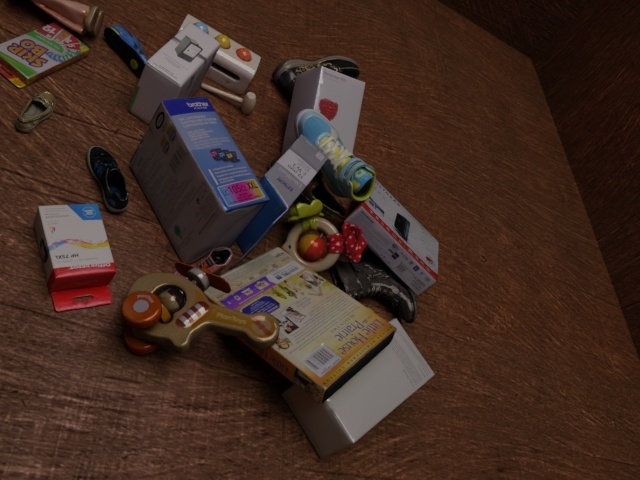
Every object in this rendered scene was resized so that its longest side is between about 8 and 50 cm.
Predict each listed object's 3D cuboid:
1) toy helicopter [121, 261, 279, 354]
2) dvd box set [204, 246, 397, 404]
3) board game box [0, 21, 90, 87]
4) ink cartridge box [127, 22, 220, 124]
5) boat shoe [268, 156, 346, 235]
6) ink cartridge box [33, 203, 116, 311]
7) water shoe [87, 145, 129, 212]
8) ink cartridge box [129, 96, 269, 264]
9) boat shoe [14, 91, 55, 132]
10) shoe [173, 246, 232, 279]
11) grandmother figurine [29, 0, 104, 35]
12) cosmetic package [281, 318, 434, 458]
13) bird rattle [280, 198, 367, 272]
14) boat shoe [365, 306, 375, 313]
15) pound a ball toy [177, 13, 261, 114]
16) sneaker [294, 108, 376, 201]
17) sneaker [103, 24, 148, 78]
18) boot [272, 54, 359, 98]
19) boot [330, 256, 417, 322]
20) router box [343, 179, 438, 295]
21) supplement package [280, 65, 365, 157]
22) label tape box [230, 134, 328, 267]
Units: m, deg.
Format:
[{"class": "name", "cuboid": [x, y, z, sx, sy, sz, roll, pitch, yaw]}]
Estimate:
[{"class": "toy helicopter", "cuboid": [-0.263, 0.158, 1.295, 0.355, 0.140, 0.235, 15, 47, -1]}, {"class": "dvd box set", "cuboid": [-0.060, 0.190, 1.426, 0.420, 0.062, 0.307, 32, 38, 24]}, {"class": "board game box", "cuboid": [-0.774, -0.514, 1.553, 0.124, 0.039, 0.259, 39, 47, -4]}, {"class": "ink cartridge box", "cuboid": [-0.428, -0.484, 1.668, 0.115, 0.198, 0.273, 33, 45, -11]}, {"class": "boat shoe", "cuboid": [-0.033, -0.162, 1.795, 0.307, 0.104, 0.111, 46, 44, 0]}, {"class": "ink cartridge box", "cuboid": [-0.553, 0.034, 1.283, 0.134, 0.078, 0.231, -7, 64, -40]}, {"class": "water shoe", "cuboid": [-0.533, -0.171, 1.446, 0.073, 0.080, 0.203, -13, 68, -42]}, {"class": "ink cartridge box", "cuboid": [-0.337, -0.179, 1.462, 0.151, 0.270, 0.395, -21, 74, -46]}, {"class": "boat shoe", "cuboid": [-0.726, -0.337, 1.447, 0.056, 0.048, 0.153, 32, 45, -14]}, {"class": "shoe", "cuboid": [-0.303, 0.071, 1.440, 0.178, 0.081, 0.063, -30, 79, -45]}, {"class": "grandmother figurine", "cuboid": [-0.803, -0.696, 1.598, 0.342, 0.208, 0.104, 22, 89, -11]}, {"class": "cosmetic package", "cuboid": [0.106, 0.373, 1.473, 0.365, 0.155, 0.197, -21, 73, -43]}, {"class": "bird rattle", "cuboid": [0.000, 0.000, 1.660, 0.253, 0.207, 0.143, 37, 5, -5]}, {"class": "boat shoe", "cuboid": [0.096, 0.219, 1.576, 0.072, 0.190, 0.068, 4, 84, -16]}, {"class": "pound a ball toy", "cuboid": [-0.328, -0.587, 1.864, 0.319, 0.136, 0.208, 26, 47, -18]}, {"class": "sneaker", "cuboid": [0.059, -0.246, 1.662, 0.127, 0.208, 0.319, -43, 120, -9]}, {"class": "sneaker", "cuboid": [-0.565, -0.578, 1.729, 0.209, 0.069, 0.082, 49, 40, 3]}, {"class": "boot", "cuboid": [0.035, -0.541, 2.098, 0.377, 0.138, 0.284, -13, 67, -38]}, {"class": "boot", "cuboid": [0.154, 0.158, 1.728, 0.229, 0.091, 0.263, -10, 61, -36]}, {"class": "router box", "cuboid": [0.239, -0.024, 1.834, 0.335, 0.082, 0.301, 44, 25, -9]}, {"class": "supplement package", "cuboid": [0.006, -0.388, 1.844, 0.177, 0.175, 0.293, 11, 89, -30]}, {"class": "label tape box", "cuboid": [-0.144, -0.111, 1.570, 0.115, 0.249, 0.348, 41, 44, -5]}]
